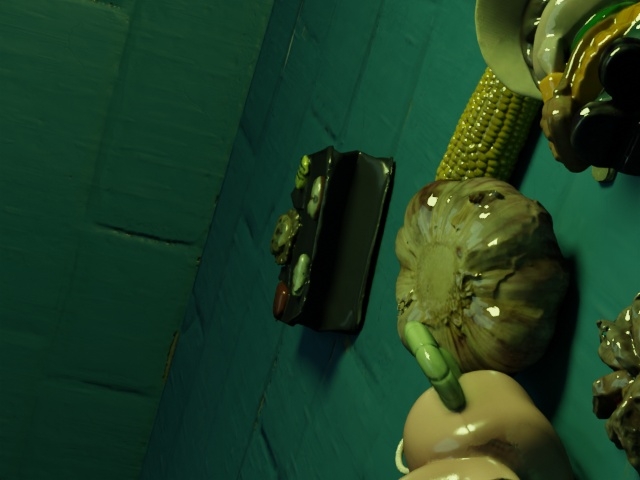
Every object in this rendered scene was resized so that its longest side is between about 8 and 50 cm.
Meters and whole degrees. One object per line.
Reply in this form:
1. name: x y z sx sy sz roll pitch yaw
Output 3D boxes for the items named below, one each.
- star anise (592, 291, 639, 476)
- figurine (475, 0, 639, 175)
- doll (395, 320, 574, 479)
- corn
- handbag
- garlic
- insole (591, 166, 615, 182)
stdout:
1. star anise: 0.298 0.121 1.257 0.182 0.065 0.195 -96 28 -47
2. figurine: 0.284 -0.170 1.301 0.332 0.204 0.185 -112 40 -56
3. doll: 0.142 0.236 1.428 0.268 0.216 0.284 -107 -5 -68
4. corn: 0.218 -0.143 1.717 0.091 0.091 0.260 52 127 52
5. handbag: 0.000 0.000 2.331 0.329 0.121 0.303 -179 101 -76
6. garlic: 0.188 0.046 1.559 0.245 0.160 0.245 -8 80 54
7. insole: 0.324 -0.156 1.491 0.063 0.010 0.192 -172 94 -76
